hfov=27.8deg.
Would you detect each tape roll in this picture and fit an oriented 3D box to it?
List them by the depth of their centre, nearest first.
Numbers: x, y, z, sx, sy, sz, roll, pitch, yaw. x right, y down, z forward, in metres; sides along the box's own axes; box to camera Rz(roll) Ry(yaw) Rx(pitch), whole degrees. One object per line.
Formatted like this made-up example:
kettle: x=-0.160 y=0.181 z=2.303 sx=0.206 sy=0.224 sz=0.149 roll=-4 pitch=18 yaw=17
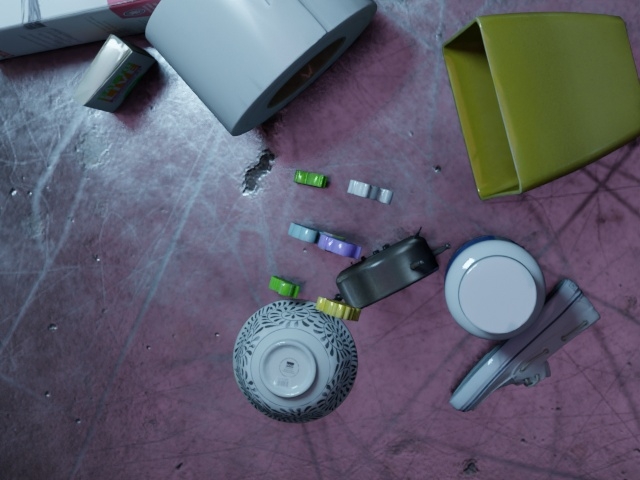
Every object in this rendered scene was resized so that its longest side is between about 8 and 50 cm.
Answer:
tape roll: x=-0.073 y=-0.270 z=1.612 sx=0.246 sy=0.246 sz=0.169 roll=-41 pitch=89 yaw=6

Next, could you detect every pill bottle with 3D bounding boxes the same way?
pill bottle: x=0.215 y=0.058 z=1.606 sx=0.124 sy=0.221 sz=0.124 roll=0 pitch=92 yaw=6

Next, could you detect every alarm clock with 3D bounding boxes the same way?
alarm clock: x=0.068 y=0.048 z=1.674 sx=0.192 sy=0.129 sz=0.064 roll=-31 pitch=88 yaw=26

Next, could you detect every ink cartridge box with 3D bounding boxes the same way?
ink cartridge box: x=-0.329 y=-0.320 z=1.653 sx=0.282 sy=0.207 sz=0.117 roll=-10 pitch=90 yaw=6

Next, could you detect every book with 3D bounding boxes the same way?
book: x=-0.269 y=-0.213 z=1.683 sx=0.035 sy=0.144 sz=0.096 roll=39 pitch=96 yaw=3

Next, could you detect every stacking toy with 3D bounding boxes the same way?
stacking toy: x=0.000 y=0.000 z=1.643 sx=0.052 sy=0.221 sz=0.167 roll=15 pitch=92 yaw=-31

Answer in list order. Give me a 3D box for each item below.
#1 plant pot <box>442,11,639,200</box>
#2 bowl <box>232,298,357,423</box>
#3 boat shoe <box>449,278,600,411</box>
plant pot: x=0.284 y=-0.178 z=1.607 sx=0.187 sy=0.212 sz=0.212 roll=-15 pitch=91 yaw=-6
bowl: x=-0.039 y=0.164 z=1.709 sx=0.170 sy=0.080 sz=0.170 roll=0 pitch=92 yaw=6
boat shoe: x=0.268 y=0.153 z=1.674 sx=0.076 sy=0.083 sz=0.226 roll=45 pitch=95 yaw=4
